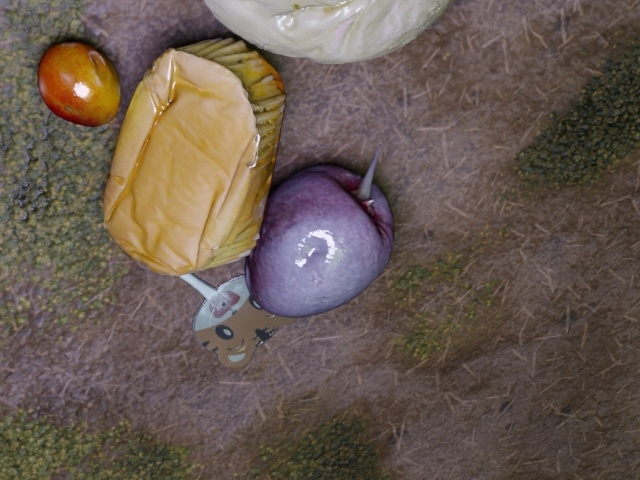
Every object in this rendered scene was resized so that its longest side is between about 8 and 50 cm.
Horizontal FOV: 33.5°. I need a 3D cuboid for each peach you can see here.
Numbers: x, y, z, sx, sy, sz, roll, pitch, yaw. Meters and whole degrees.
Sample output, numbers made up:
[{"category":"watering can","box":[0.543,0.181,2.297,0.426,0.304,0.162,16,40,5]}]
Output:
[{"category":"peach","box":[-0.285,-0.182,1.264,0.100,0.101,0.101,-10,121,-16]}]

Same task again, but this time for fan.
[{"category":"fan","box":[-0.140,0.089,1.532,0.152,0.008,0.226,-43,125,6]}]

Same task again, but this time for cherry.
[{"category":"cherry","box":[0.000,0.000,1.422,0.183,0.213,0.266,40,114,10]}]

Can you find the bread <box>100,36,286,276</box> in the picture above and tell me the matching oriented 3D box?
[{"category":"bread","box":[-0.140,-0.103,1.306,0.156,0.204,0.288,-29,138,-59]}]

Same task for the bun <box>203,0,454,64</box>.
[{"category":"bun","box":[0.027,-0.351,1.218,0.361,0.235,0.326,-23,130,0]}]
